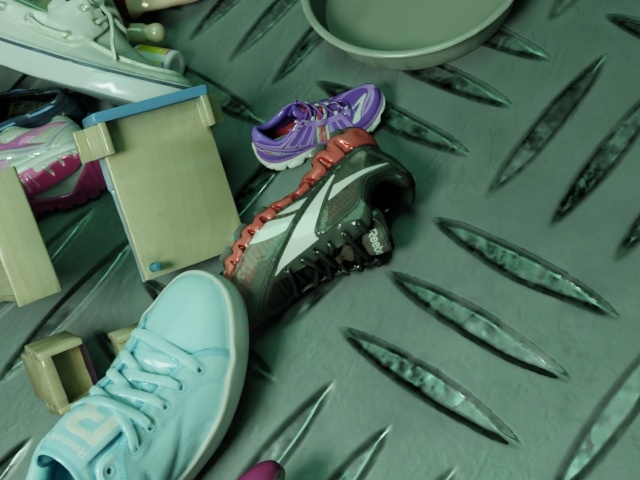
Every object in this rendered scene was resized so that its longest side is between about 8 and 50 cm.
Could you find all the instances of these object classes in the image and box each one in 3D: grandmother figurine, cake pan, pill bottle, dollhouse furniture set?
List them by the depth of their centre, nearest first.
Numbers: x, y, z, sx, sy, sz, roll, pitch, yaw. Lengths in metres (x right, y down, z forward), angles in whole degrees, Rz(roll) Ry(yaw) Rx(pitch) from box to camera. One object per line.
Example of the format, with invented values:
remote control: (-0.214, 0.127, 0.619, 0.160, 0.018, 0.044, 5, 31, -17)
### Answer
dollhouse furniture set: (-0.229, 0.003, 1.119, 0.303, 0.286, 0.198, -22, 7, -26)
cake pan: (0.121, -0.331, 1.242, 0.293, 0.054, 0.293, -8, 57, 12)
pill bottle: (-0.226, -0.238, 1.296, 0.083, 0.043, 0.043, 14, 64, 24)
grandmother figurine: (-0.276, -0.348, 1.351, 0.343, 0.104, 0.207, -24, 46, -2)

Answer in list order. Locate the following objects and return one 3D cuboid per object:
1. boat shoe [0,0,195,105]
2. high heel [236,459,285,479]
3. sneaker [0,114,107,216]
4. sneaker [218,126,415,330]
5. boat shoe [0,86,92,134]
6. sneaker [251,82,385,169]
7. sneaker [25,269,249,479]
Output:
boat shoe: (-0.309, -0.272, 1.237, 0.367, 0.136, 0.156, 19, 94, 17)
high heel: (-0.188, 0.330, 0.864, 0.181, 0.127, 0.377, 29, 74, 18)
sneaker: (-0.393, -0.075, 1.219, 0.252, 0.103, 0.111, -22, 50, -5)
sneaker: (0.000, 0.000, 1.042, 0.135, 0.097, 0.276, 31, 70, 33)
boat shoe: (-0.434, -0.176, 1.293, 0.259, 0.089, 0.109, -8, 57, 12)
sneaker: (-0.002, -0.141, 1.149, 0.170, 0.071, 0.068, -27, 55, -1)
sneaker: (-0.185, 0.185, 0.916, 0.135, 0.150, 0.365, 19, 77, 20)
